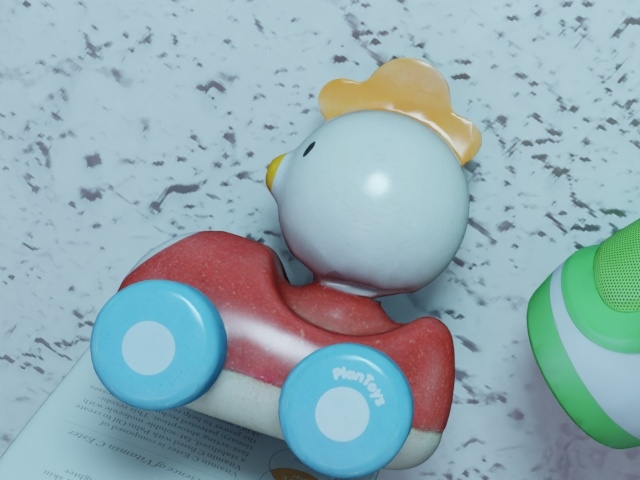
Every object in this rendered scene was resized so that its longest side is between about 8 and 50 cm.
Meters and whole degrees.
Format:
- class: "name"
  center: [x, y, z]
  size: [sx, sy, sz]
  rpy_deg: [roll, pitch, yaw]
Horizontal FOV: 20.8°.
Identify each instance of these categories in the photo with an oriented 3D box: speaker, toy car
- class: "speaker"
  center: [0.262, 0.005, 0.968]
  size: [0.296, 0.131, 0.131]
  rpy_deg: [-34, 102, 29]
- class: "toy car"
  center: [0.000, 0.000, 1.035]
  size: [0.210, 0.219, 0.238]
  rpy_deg: [19, 89, 7]

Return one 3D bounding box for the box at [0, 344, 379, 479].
- class: "box"
  center: [-0.115, 0.234, 1.063]
  size: [0.215, 0.345, 0.168]
  rpy_deg: [21, 118, 6]
